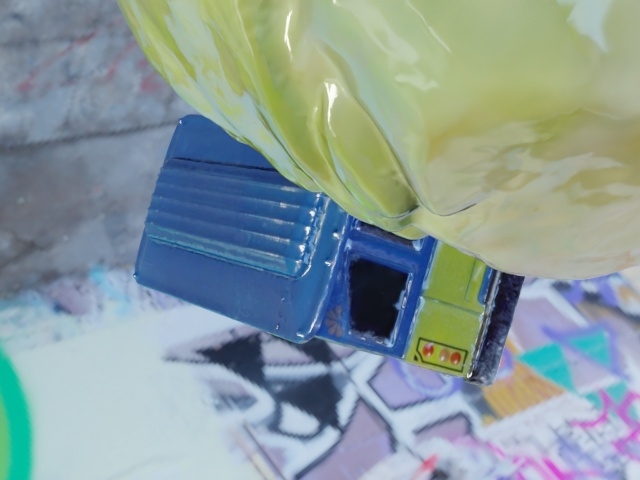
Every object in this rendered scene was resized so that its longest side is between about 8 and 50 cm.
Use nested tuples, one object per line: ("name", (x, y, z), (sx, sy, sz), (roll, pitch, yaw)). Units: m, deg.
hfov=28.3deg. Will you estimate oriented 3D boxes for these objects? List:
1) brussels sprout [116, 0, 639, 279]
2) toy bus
("brussels sprout", (0.058, -0.160, 0.465), (0.344, 0.344, 0.268), (-26, 170, -26))
("toy bus", (0.000, 0.000, 0.894), (0.175, 0.287, 0.138), (17, 87, -31))
